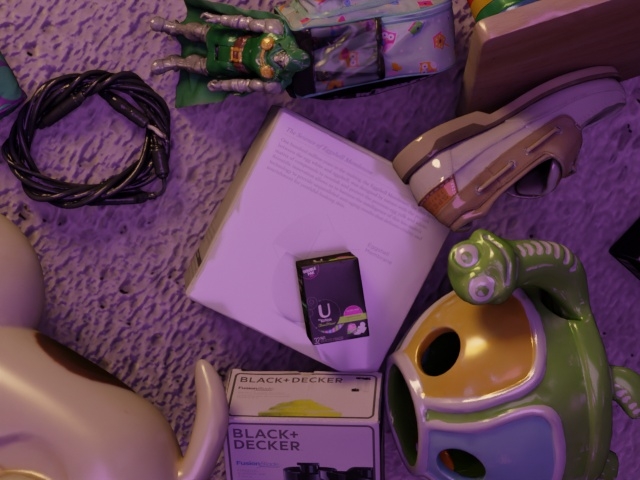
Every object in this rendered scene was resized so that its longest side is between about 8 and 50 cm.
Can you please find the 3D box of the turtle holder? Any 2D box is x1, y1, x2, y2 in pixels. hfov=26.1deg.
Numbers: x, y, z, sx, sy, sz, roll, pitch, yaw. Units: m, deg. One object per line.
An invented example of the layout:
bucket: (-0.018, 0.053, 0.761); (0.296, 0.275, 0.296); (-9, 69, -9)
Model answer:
turtle holder: (0.197, 0.148, 1.455); (0.227, 0.320, 0.243); (-11, 68, -12)

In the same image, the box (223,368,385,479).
box: (-0.014, 0.281, 1.497); (0.169, 0.087, 0.290); (2, 120, 5)

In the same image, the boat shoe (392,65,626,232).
boat shoe: (0.219, -0.094, 1.466); (0.302, 0.113, 0.103); (-25, 75, -27)

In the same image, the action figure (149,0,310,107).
action figure: (-0.092, -0.196, 1.436); (0.063, 0.232, 0.137); (-13, 107, -41)

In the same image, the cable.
cable: (-0.256, -0.111, 1.512); (0.184, 0.047, 0.150); (-1, 97, -6)

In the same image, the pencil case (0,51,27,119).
pencil case: (-0.379, -0.197, 1.479); (0.070, 0.064, 0.151); (-33, 99, -15)

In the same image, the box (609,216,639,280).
box: (0.497, 0.036, 1.593); (0.261, 0.103, 0.184); (42, 88, -9)

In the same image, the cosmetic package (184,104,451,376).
cosmetic package: (0.000, 0.000, 1.509); (0.224, 0.138, 0.224); (27, 94, -9)

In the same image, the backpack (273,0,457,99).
backpack: (0.051, -0.229, 1.475); (0.188, 0.166, 0.144); (-2, 106, -9)

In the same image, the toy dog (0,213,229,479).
toy dog: (-0.334, 0.150, 1.389); (0.395, 0.284, 0.408); (-34, 79, 14)

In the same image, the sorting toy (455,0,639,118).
sorting toy: (0.265, -0.235, 1.464); (0.257, 0.255, 0.089); (-18, 75, -4)

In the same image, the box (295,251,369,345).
box: (0.012, 0.059, 1.422); (0.062, 0.052, 0.083); (-9, 97, -7)
